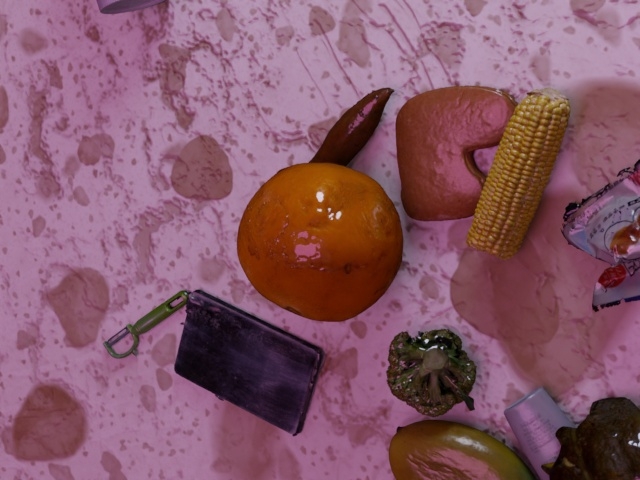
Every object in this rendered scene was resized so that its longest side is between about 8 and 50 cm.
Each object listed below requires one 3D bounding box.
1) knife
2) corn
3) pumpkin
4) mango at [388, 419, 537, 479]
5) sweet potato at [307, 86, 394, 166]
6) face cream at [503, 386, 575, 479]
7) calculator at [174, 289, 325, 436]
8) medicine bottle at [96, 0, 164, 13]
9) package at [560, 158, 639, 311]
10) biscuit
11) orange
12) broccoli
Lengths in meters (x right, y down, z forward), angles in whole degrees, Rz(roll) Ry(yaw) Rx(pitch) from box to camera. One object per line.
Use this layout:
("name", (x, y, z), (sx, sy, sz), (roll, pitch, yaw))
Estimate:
("knife", (-0.289, 0.147, 2.030), (0.212, 0.015, 0.054), (-35, 82, 30))
("corn", (0.269, -0.088, 1.630), (0.081, 0.081, 0.248), (28, 112, 22))
("pumpkin", (0.366, 0.335, 1.575), (0.131, 0.149, 0.253), (-1, 83, -8))
("mango", (0.212, 0.334, 1.742), (0.238, 0.091, 0.137), (7, 109, 22))
("sweet potato", (0.023, -0.133, 1.777), (0.057, 0.057, 0.264), (50, 120, 12))
("face cream", (0.339, 0.305, 1.682), (0.084, 0.057, 0.198), (-35, 83, 18))
("calculator", (-0.123, 0.196, 1.943), (0.262, 0.021, 0.161), (25, 111, 24))
("medicine bottle", (-0.312, -0.475, 1.850), (0.139, 0.139, 0.225), (-14, 92, 31))
("package", (0.439, -0.017, 1.553), (0.269, 0.071, 0.194), (-33, 74, 32))
("biscuit", (0.193, -0.121, 1.693), (0.186, 0.036, 0.192), (-1, 100, 28))
("orange", (0.000, 0.000, 1.712), (0.240, 0.240, 0.240), (6, 103, 29))
("broccoli", (0.159, 0.187, 1.725), (0.130, 0.120, 0.131), (3, 65, 3))
